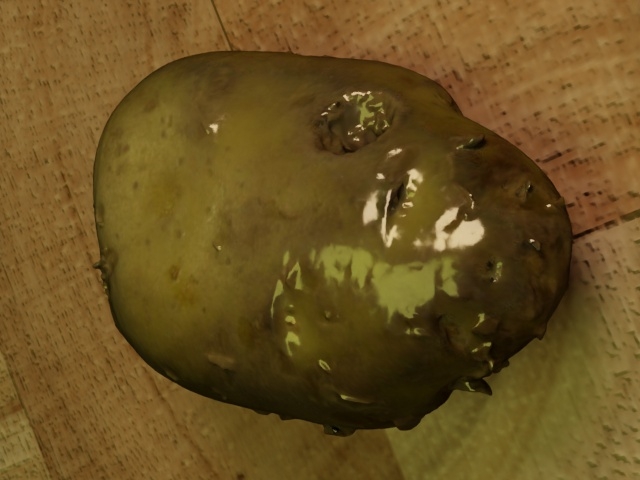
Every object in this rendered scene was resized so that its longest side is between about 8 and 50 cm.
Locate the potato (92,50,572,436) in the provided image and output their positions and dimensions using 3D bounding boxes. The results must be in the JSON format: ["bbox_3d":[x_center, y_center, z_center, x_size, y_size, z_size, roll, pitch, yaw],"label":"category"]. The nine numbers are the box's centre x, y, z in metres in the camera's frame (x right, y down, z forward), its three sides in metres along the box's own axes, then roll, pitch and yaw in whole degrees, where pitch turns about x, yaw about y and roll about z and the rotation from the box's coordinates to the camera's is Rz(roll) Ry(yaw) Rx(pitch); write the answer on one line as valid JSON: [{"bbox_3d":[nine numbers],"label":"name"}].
[{"bbox_3d":[0.000,0.000,0.819,0.296,0.141,0.191,11,94,41],"label":"potato"}]
